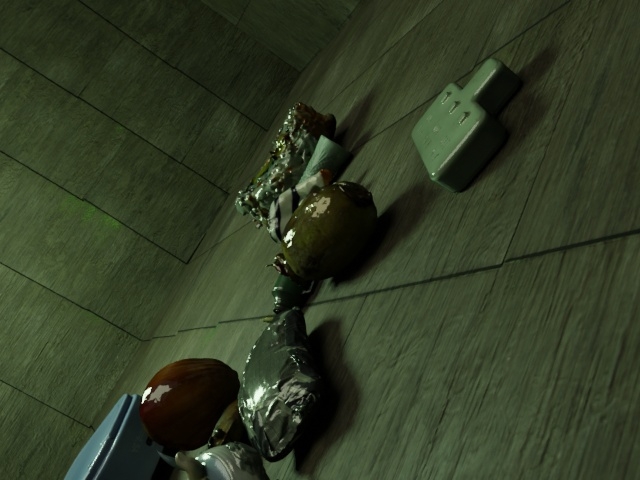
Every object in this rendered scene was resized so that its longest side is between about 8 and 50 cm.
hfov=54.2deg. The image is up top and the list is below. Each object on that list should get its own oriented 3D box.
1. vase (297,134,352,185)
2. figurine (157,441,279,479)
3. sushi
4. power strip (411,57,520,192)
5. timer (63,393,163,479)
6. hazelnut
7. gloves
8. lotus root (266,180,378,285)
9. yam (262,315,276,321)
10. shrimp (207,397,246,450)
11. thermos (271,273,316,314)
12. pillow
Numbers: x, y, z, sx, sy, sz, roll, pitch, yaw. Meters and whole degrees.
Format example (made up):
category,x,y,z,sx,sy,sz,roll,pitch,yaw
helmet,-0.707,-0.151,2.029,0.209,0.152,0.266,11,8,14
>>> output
category,x,y,z,sx,sy,sz,roll,pitch,yaw
vase,-0.014,-0.164,1.669,0.219,0.096,0.096,-58,15,7
figurine,-0.144,0.366,0.870,0.209,0.128,0.183,31,90,38
sushi,-0.108,-0.214,1.895,0.417,0.176,0.417,-51,16,21
power strip,0.235,-0.201,1.008,0.193,0.059,0.265,-52,15,20
timer,-0.510,0.598,1.505,0.395,0.173,0.395,-50,16,20
hazelnut,-0.265,0.338,1.290,0.210,0.210,0.186,175,102,-72
gloves,-0.017,-0.072,1.467,0.219,0.131,0.140,-14,33,23
lotus root,0.002,0.002,1.179,0.278,0.154,0.154,-46,18,33
yam,-0.112,0.177,1.417,0.014,0.014,0.107,-62,16,-20
shrimp,-0.171,0.370,1.118,0.262,0.066,0.117,-58,-10,-75
thermos,-0.046,0.076,1.327,0.073,0.083,0.187,105,-173,-61
pillow,-0.063,0.220,1.022,0.161,0.093,0.335,-50,15,8
